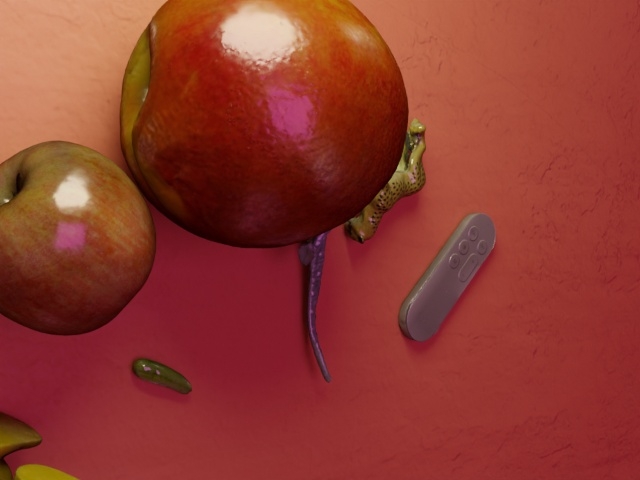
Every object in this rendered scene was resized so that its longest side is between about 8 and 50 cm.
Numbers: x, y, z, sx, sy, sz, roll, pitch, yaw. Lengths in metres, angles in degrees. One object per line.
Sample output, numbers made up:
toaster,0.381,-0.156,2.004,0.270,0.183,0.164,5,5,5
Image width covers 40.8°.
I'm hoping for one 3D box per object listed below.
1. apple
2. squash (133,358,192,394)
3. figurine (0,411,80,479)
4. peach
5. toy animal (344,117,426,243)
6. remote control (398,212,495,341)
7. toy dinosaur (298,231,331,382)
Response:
apple,-0.261,0.001,0.871,0.174,0.188,0.188,44,69,-38
squash,-0.191,0.167,1.052,0.089,0.027,0.027,31,77,-39
figurine,-0.326,0.391,0.916,0.283,0.204,0.338,32,88,-44
peach,-0.052,-0.142,0.955,0.332,0.308,0.307,7,92,-36
toy animal,0.103,-0.090,1.235,0.181,0.073,0.136,-34,124,-44
remote control,0.202,0.055,1.353,0.245,0.022,0.077,-52,122,-22
toy dinosaur,-0.024,0.006,1.128,0.129,0.076,0.383,-6,106,-60
